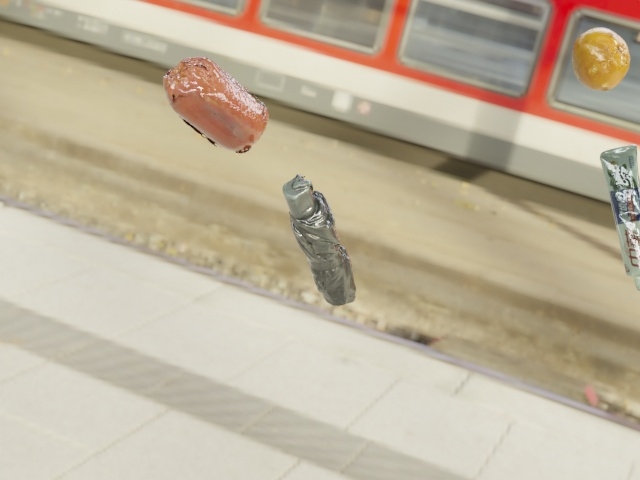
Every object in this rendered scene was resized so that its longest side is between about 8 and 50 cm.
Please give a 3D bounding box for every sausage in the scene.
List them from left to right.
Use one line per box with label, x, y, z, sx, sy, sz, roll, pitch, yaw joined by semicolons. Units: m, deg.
sausage;-0.118;-0.153;1.373;0.141;0.076;0.076;39;-4;-39

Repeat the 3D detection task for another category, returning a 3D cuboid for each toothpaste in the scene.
toothpaste;0.490;-0.035;1.906;0.060;0.233;0.038;-10;-6;14

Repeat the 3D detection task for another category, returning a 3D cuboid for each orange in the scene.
orange;0.370;-0.239;1.586;0.070;0.083;0.083;-26;-17;40

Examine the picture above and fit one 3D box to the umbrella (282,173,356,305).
umbrella;0.000;0.000;1.465;0.066;0.059;0.236;45;-14;33
